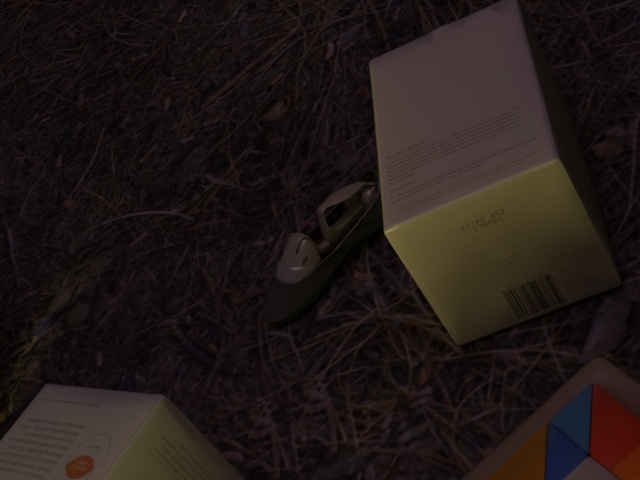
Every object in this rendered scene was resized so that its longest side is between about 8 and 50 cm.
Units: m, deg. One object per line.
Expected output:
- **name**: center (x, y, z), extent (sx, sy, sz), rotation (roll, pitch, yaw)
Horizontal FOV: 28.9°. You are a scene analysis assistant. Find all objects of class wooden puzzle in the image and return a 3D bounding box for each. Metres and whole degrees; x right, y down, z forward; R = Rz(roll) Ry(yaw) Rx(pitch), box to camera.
- **wooden puzzle**: center (0.216, 0.212, 1.001), extent (0.221, 0.044, 0.238), rotation (-41, 36, -9)

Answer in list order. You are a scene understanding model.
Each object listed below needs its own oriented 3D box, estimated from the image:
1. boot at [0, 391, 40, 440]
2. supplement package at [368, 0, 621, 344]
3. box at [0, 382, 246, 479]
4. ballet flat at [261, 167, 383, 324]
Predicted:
- **boot**: center (-0.365, 0.196, 1.324), extent (0.076, 0.208, 0.190), rotation (22, 65, 31)
- **supplement package**: center (0.169, -0.076, 1.254), extent (0.177, 0.175, 0.293), rotation (-22, 38, 18)
- **box**: center (-0.244, 0.314, 1.099), extent (0.215, 0.168, 0.345), rotation (-3, 43, 49)
- **ballet flat**: center (0.000, 0.000, 1.390), extent (0.213, 0.068, 0.072), rotation (-44, 37, -13)
